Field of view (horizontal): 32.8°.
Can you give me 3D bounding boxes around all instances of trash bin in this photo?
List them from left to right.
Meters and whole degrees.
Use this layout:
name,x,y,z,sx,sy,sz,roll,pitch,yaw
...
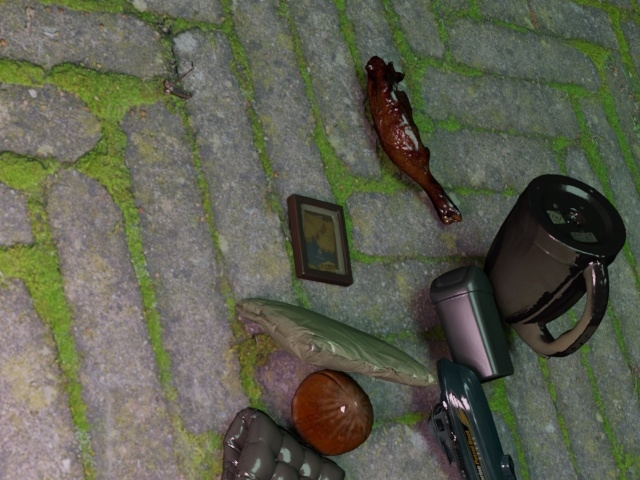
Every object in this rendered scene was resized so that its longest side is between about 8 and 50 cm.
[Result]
name,x,y,z,sx,sy,sz,roll,pitch,yaw
trash bin,0.307,0.170,2.197,0.177,0.101,0.236,14,58,-68

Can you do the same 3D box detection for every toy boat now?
name,x,y,z,sx,sy,sz,roll,pitch,yaw
toy boat,0.278,0.362,2.078,0.296,0.122,0.114,69,21,-4

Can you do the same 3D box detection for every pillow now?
name,x,y,z,sx,sy,sz,roll,pitch,yaw
pillow,-0.086,0.447,1.725,0.228,0.101,0.326,40,48,-23
pillow,0.023,0.183,1.877,0.281,0.274,0.076,20,93,-34

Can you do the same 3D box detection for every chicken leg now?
name,x,y,z,sx,sy,sz,roll,pitch,yaw
chicken leg,0.187,-0.209,2.342,0.407,0.096,0.158,64,24,2

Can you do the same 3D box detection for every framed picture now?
name,x,y,z,sx,sy,sz,roll,pitch,yaw
framed picture,0.000,0.000,2.098,0.128,0.023,0.168,12,60,-38

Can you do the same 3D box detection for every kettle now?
name,x,y,z,sx,sy,sz,roll,pitch,yaw
kettle,0.475,0.081,2.263,0.228,0.324,0.321,-6,53,-31

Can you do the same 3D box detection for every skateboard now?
name,x,y,z,sx,sy,sz,roll,pitch,yaw
skateboard,-0.243,-0.291,1.994,0.064,0.083,0.032,16,57,-37

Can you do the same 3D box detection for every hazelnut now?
name,x,y,z,sx,sy,sz,roll,pitch,yaw
hazelnut,0.021,0.295,1.868,0.150,0.150,0.150,21,55,-33
